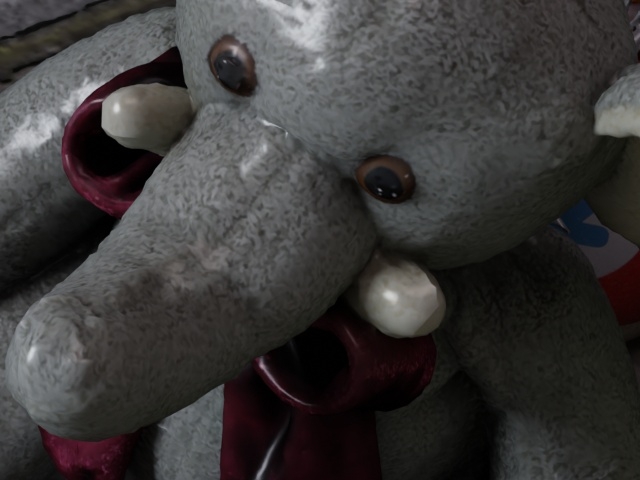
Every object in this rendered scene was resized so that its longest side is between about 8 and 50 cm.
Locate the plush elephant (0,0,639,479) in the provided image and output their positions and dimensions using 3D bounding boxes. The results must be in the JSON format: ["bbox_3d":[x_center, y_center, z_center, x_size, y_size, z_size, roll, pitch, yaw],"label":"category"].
[{"bbox_3d":[0.000,0.000,0.541,0.272,0.255,0.330,35,74,17],"label":"plush elephant"}]

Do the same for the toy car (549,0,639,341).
[{"bbox_3d":[0.111,-0.100,0.765,0.219,0.238,0.210,12,42,-4],"label":"toy car"}]
